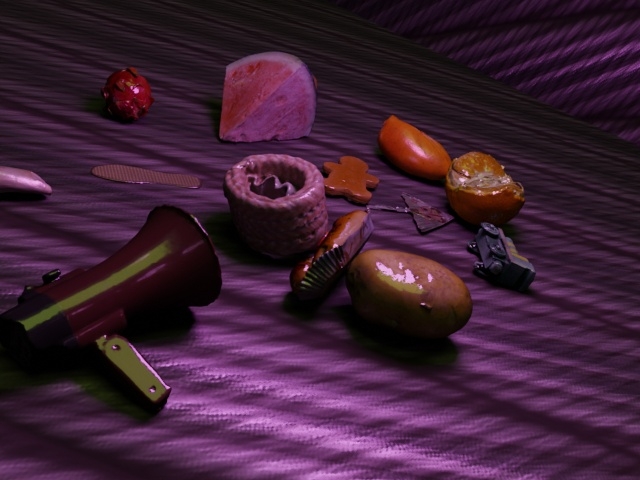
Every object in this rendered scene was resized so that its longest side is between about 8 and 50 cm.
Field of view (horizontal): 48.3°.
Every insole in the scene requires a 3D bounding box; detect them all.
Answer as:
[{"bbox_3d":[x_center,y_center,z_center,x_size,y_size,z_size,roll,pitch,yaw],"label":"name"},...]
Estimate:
[{"bbox_3d":[-0.400,-0.150,1.655,0.253,0.005,0.086,5,31,-21],"label":"insole"}]

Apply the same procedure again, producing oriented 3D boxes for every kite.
[{"bbox_3d":[0.235,-0.077,1.868,0.250,0.012,0.229,8,27,-15],"label":"kite"}]

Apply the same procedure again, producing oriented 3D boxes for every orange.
[{"bbox_3d":[0.428,-0.123,1.899,0.180,0.158,0.237,0,33,-23],"label":"orange"}]

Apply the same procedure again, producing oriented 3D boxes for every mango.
[{"bbox_3d":[0.280,-0.258,2.094,0.252,0.126,0.154,38,23,22],"label":"mango"}]

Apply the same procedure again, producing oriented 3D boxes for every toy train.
[{"bbox_3d":[0.432,0.035,1.719,0.132,0.083,0.200,25,28,-8],"label":"toy train"}]

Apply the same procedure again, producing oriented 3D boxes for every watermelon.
[{"bbox_3d":[-0.169,-0.413,1.996,0.283,0.250,0.292,20,26,15],"label":"watermelon"}]

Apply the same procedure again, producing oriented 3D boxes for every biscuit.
[{"bbox_3d":[0.076,-0.165,1.910,0.158,0.035,0.240,21,29,1],"label":"biscuit"}]

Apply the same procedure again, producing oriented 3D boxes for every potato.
[{"bbox_3d":[0.168,0.105,1.372,0.229,0.148,0.197,5,18,-25],"label":"potato"}]

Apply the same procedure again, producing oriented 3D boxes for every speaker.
[{"bbox_3d":[-0.309,0.125,1.139,0.329,0.198,0.259,-40,101,-41],"label":"speaker"}]

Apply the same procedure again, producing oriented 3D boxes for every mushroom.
[{"bbox_3d":[-0.637,-0.114,1.397,0.209,0.071,0.084,-1,-1,-37],"label":"mushroom"}]

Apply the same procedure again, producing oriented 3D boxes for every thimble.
[{"bbox_3d":[-0.095,-0.076,1.512,0.229,0.148,0.196,16,41,28],"label":"thimble"}]

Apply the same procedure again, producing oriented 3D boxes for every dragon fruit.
[{"bbox_3d":[-0.511,-0.391,1.886,0.136,0.133,0.166,-2,35,-18],"label":"dragon fruit"}]

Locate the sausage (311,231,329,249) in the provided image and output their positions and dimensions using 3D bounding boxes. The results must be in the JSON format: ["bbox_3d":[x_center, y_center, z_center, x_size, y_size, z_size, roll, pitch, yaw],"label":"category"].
[{"bbox_3d":[0.000,0.000,1.573,0.146,0.048,0.050,-1,36,-25],"label":"sausage"}]

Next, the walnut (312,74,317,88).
[{"bbox_3d":[-0.093,-0.487,2.278,0.167,0.149,0.166,-4,1,0],"label":"walnut"}]

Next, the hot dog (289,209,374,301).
[{"bbox_3d":[0.027,0.023,1.423,0.082,0.162,0.270,38,32,5],"label":"hot dog"}]
